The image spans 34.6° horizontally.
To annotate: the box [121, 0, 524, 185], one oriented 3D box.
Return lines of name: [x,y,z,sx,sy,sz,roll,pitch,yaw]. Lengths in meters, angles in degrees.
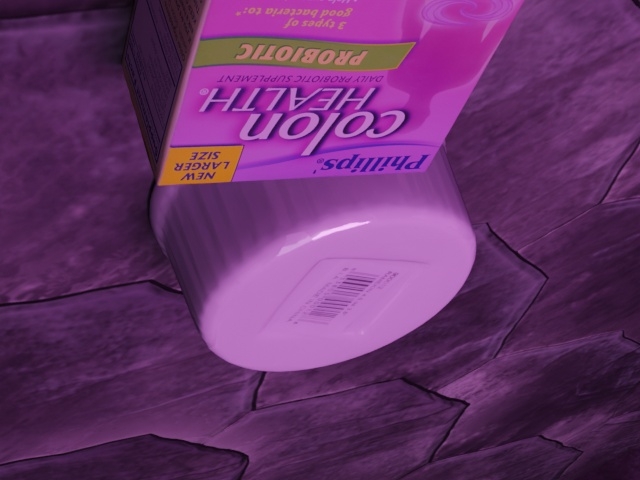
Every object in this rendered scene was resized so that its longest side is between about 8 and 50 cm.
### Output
box: [0.003,-0.159,0.672,0.214,0.117,0.243,-4,146,-26]

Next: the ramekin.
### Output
ramekin: [0.000,0.000,0.900,0.277,0.135,0.277,-15,148,-10]
